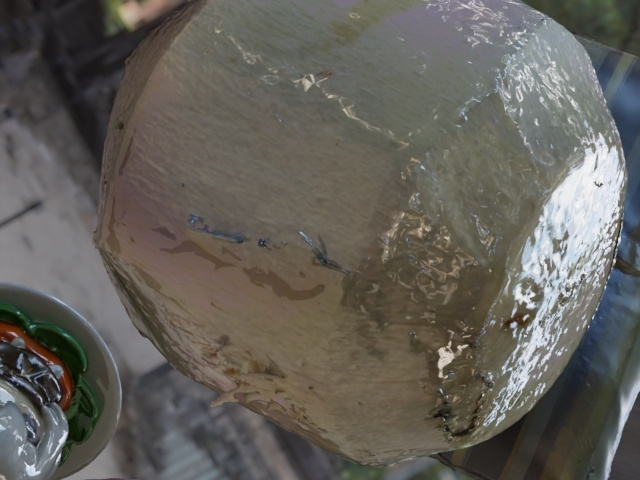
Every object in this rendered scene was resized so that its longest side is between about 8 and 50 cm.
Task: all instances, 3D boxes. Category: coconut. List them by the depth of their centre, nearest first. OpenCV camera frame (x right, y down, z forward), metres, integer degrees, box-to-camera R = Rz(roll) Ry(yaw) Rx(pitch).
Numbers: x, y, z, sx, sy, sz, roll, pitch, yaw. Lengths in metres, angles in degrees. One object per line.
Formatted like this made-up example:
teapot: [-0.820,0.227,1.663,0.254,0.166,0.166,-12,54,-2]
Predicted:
coconut: [0.001,-0.017,0.640,0.183,0.171,0.171,24,-17,25]

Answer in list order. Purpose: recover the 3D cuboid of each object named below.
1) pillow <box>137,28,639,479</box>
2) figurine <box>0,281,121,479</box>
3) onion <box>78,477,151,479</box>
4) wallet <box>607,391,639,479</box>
pillow: [0.057,-0.012,0.832,0.212,0.208,0.052,23,-15,11]
figurine: [-0.181,0.109,1.003,0.132,0.132,0.153,60,19,-19]
onion: [-0.104,0.313,1.147,0.347,0.348,0.285,60,33,-24]
wallet: [0.215,0.098,1.231,0.321,0.170,0.044,92,15,-63]
